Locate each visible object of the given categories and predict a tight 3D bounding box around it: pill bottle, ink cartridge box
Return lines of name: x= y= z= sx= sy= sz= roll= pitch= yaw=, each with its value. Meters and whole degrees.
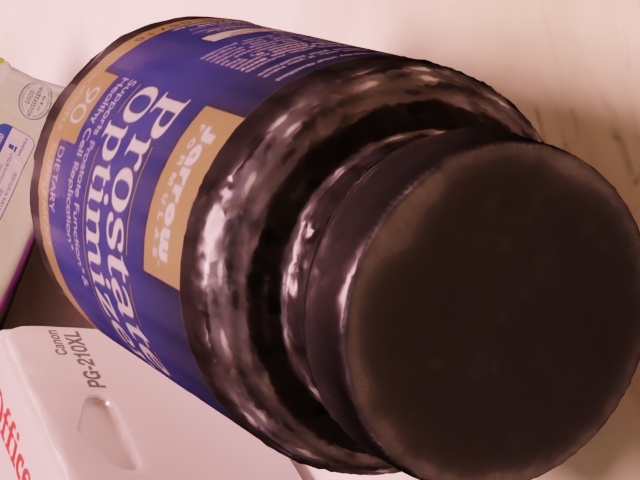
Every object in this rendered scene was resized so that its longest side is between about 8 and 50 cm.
pill bottle: x=0.000 y=0.000 z=0.595 sx=0.219 sy=0.123 sz=0.123 roll=22 pitch=108 yaw=62
ink cartridge box: x=-0.083 y=0.176 z=0.783 sx=0.172 sy=0.100 sz=0.237 roll=-128 pitch=45 yaw=-55

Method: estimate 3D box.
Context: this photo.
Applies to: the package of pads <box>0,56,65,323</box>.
package of pads: x=-0.230 y=0.061 z=1.025 sx=0.229 sy=0.101 sz=0.296 roll=-74 pitch=10 yaw=-45
